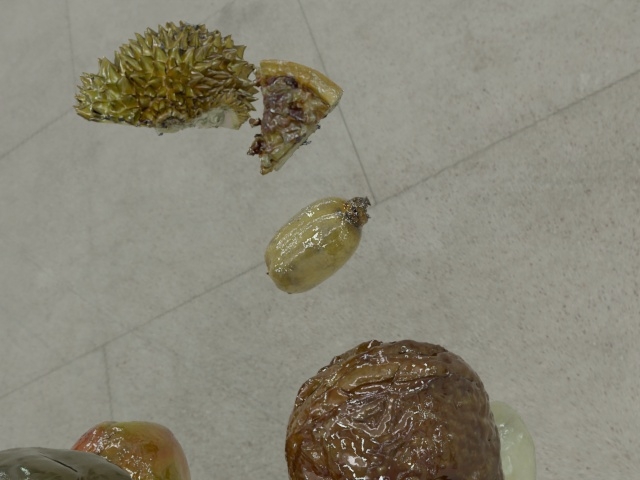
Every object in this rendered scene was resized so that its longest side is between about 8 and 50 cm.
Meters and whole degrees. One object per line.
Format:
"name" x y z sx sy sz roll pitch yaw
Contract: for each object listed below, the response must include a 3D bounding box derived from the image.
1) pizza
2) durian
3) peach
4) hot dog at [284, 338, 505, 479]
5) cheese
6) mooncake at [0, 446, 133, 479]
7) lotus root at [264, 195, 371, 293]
"pizza" -0.063 -0.192 1.014 0.154 0.069 0.194 20 106 -3
"durian" -0.181 -0.194 0.746 0.183 0.249 0.138 22 113 11
"peach" -0.450 0.601 1.435 0.289 0.373 0.373 1 70 6
"hot dog" 0.096 0.304 0.749 0.267 0.174 0.388 -11 96 -3
"cheese" 0.317 0.432 1.167 0.251 0.173 0.248 34 93 -4
"mooncake" -0.424 0.509 0.942 0.200 0.378 0.378 -8 66 43
"lotus root" 0.000 0.000 1.460 0.342 0.151 0.169 -39 52 31
